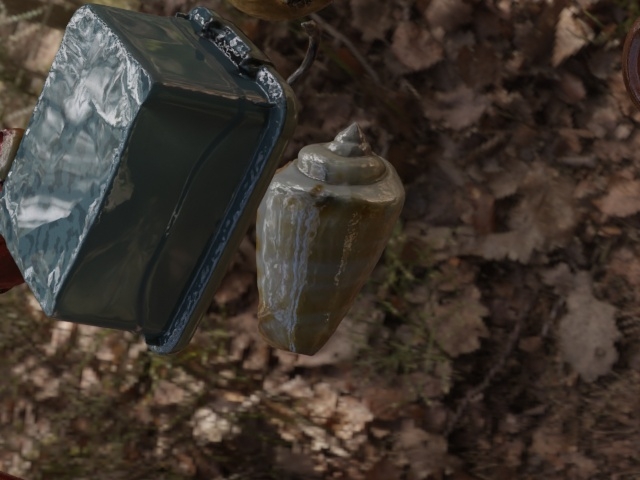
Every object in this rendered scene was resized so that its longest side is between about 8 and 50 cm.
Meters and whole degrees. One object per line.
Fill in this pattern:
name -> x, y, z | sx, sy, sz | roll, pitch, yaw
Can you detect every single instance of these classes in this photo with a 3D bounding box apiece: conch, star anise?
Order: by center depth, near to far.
conch -> -0.002, -0.002, 1.293 | 0.158, 0.127, 0.255 | 12, 91, 9
star anise -> -0.077, -0.151, 1.337 | 0.218, 0.148, 0.227 | -116, 47, -70

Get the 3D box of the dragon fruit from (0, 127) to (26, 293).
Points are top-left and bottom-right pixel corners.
dragon fruit -> -0.413, -0.059, 1.715 | 0.227, 0.307, 0.243 | -35, 79, 43

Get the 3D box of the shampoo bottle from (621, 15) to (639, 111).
shampoo bottle -> 0.318, -0.135, 0.844 | 0.085, 0.244, 0.085 | 32, 129, 50

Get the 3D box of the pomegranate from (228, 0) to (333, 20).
pomegranate -> -0.051, -0.406, 1.621 | 0.233, 0.233, 0.233 | -8, 75, 34

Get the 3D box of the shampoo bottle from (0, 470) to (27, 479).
shampoo bottle -> -0.292, 0.368, 1.454 | 0.314, 0.076, 0.118 | 13, 75, 25

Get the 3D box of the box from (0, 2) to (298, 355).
box -> -0.123, -0.047, 0.855 | 0.162, 0.130, 0.227 | 50, 119, 43
